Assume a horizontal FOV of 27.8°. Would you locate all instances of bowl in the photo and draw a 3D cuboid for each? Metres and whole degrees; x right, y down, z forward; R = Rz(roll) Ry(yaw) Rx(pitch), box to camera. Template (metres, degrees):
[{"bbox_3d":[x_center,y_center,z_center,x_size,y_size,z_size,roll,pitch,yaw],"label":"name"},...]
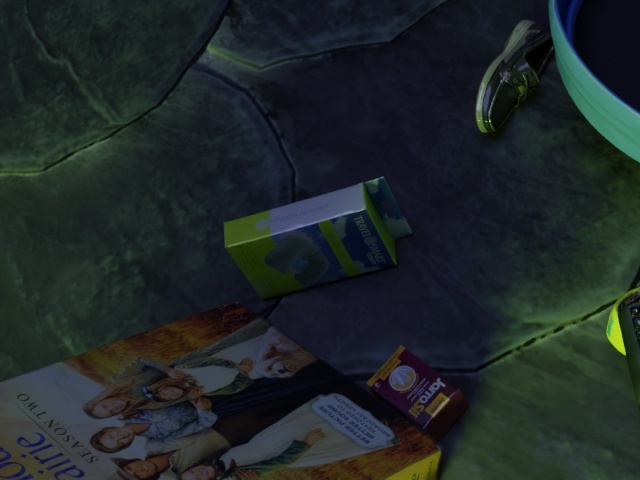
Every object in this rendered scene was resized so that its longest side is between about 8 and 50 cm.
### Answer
[{"bbox_3d":[0.418,-0.202,1.274,0.391,0.077,0.391,0,53,0],"label":"bowl"}]

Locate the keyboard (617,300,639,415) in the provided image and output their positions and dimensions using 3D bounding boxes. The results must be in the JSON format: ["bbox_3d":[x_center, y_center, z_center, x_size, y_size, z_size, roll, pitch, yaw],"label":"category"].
[{"bbox_3d":[0.330,0.140,1.144,0.100,0.038,0.192,-15,80,15],"label":"keyboard"}]

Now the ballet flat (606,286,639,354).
[{"bbox_3d":[0.375,0.044,1.205,0.231,0.077,0.077,-23,52,8],"label":"ballet flat"}]

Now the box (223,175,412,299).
[{"bbox_3d":[0.000,0.000,1.371,0.178,0.109,0.042,-15,51,13],"label":"box"}]

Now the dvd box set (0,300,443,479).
[{"bbox_3d":[-0.138,0.198,1.174,0.420,0.062,0.307,-17,38,-42],"label":"dvd box set"}]

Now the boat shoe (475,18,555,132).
[{"bbox_3d":[0.217,-0.182,1.428,0.049,0.056,0.152,12,65,34],"label":"boat shoe"}]

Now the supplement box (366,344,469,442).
[{"bbox_3d":[0.095,0.152,1.276,0.083,0.043,0.055,35,76,35],"label":"supplement box"}]
